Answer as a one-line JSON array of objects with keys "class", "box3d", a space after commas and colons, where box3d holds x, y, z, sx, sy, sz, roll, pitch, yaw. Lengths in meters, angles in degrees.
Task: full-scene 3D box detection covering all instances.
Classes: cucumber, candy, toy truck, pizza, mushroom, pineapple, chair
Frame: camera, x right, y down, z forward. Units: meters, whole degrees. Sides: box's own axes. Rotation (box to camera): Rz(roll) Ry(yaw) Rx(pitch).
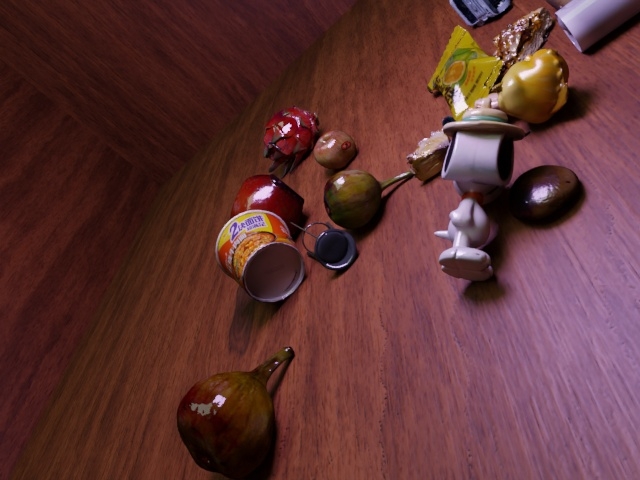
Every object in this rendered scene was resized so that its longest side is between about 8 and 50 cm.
[{"class": "cucumber", "box3d": [0.312, -0.238, 1.184, 0.032, 0.032, 0.133, -41, 36, 16]}, {"class": "candy", "box3d": [0.347, -0.399, 1.297, 0.187, 0.081, 0.297, -61, 25, 32]}, {"class": "toy truck", "box3d": [0.496, -0.763, 1.535, 0.305, 0.136, 0.162, -55, 19, -19]}, {"class": "pizza", "box3d": [0.453, -0.456, 1.236, 0.154, 0.069, 0.193, -21, 35, 43]}, {"class": "mushroom", "box3d": [0.363, -0.083, 0.875, 0.123, 0.052, 0.123, -35, 25, 19]}, {"class": "pineapple", "box3d": [0.260, -0.200, 1.184, 0.116, 0.069, 0.137, 9, 57, 54]}, {"class": "chair", "box3d": [0.001, 0.001, 1.281, 0.104, 0.095, 0.221, -61, 26, 1]}]

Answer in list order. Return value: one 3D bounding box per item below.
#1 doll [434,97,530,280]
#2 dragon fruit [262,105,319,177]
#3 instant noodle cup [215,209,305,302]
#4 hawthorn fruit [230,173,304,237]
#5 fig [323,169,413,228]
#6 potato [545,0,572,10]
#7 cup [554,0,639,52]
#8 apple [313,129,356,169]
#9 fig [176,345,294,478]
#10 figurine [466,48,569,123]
[{"class": "doll", "box3d": [0.265, -0.085, 0.883, 0.144, 0.208, 0.271, 5, 46, 23]}, {"class": "dragon fruit", "box3d": [-0.116, -0.365, 1.902, 0.274, 0.193, 0.192, -47, 52, 5]}, {"class": "instant noodle cup", "box3d": [-0.143, 0.049, 1.342, 0.213, 0.213, 0.174, -48, 34, 1]}, {"class": "hawthorn fruit", "box3d": [-0.157, -0.065, 1.511, 0.215, 0.215, 0.249, -6, 57, 55]}, {"class": "fig", "box3d": [0.125, -0.124, 1.258, 0.245, 0.149, 0.149, -24, 25, -6]}, {"class": "potato", "box3d": [0.554, -0.576, 1.222, 0.089, 0.101, 0.172, -37, 30, 35]}, {"class": "cup", "box3d": [0.549, -0.464, 1.060, 0.133, 0.099, 0.136, -35, 29, 27]}, {"class": "apple", "box3d": [0.042, -0.272, 1.595, 0.126, 0.102, 0.126, -31, 34, 24]}, {"class": "fig", "box3d": [-0.146, 0.333, 1.036, 0.191, 0.190, 0.290, -35, -8, 27]}, {"class": "figurine", "box3d": [0.392, -0.285, 1.051, 0.157, 0.131, 0.246, -13, 0, -17]}]
